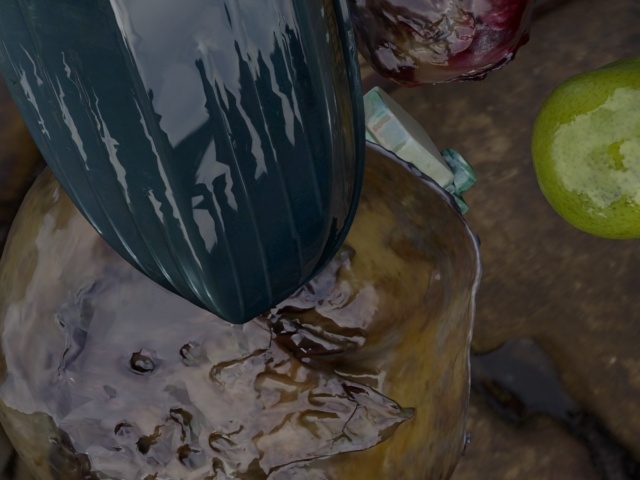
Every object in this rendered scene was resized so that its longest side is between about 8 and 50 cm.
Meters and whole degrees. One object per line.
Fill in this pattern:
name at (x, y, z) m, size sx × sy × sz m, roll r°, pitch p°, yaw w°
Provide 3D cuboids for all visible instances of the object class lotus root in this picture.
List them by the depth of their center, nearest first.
lotus root at (-0.048, 0.064, 0.788) m, size 0.272 × 0.192 × 0.272 m, roll 3°, pitch 106°, yaw 12°

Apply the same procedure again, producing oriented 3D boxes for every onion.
onion at (0.115, -0.290, 1.405) m, size 0.232 × 0.314 × 0.314 m, roll -6°, pitch 98°, yaw -8°

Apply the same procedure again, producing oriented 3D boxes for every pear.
pear at (0.289, -0.090, 1.395) m, size 0.216 × 0.180 × 0.166 m, roll 150°, pitch 114°, yaw -63°

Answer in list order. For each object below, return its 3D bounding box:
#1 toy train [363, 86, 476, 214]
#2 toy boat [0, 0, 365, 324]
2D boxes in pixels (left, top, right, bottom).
toy train at (0.000, 0.000, 0.953) m, size 0.194 × 0.125 × 0.081 m, roll -41°, pitch 40°, yaw 12°
toy boat at (-0.039, -0.064, 0.427) m, size 0.093 × 0.103 × 0.246 m, roll -4°, pitch 136°, yaw 11°
